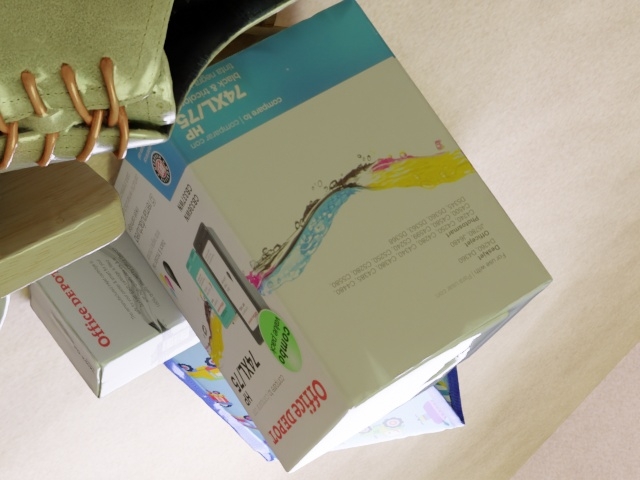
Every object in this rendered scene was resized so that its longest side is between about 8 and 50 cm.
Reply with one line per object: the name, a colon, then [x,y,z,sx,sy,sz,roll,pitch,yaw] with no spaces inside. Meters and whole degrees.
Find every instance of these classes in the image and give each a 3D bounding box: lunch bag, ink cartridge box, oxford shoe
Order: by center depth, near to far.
oxford shoe: [-0.141,-0.087,0.662,0.397,0.146,0.140,-40,159,-23]
ink cartridge box: [0.000,0.000,1.192,0.197,0.270,0.198,-30,168,-25]
ink cartridge box: [-0.153,0.045,1.284,0.150,0.109,0.063,-29,157,-26]
lunch bag: [-0.016,0.101,1.486,0.221,0.138,0.293,-13,154,19]

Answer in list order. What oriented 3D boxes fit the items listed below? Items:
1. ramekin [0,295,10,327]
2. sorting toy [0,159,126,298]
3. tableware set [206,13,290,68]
ramekin: [-0.323,0.034,0.989,0.273,0.127,0.273,-33,154,-18]
sorting toy: [-0.278,-0.045,0.789,0.257,0.255,0.089,-29,137,-27]
tableware set: [-0.070,-0.181,1.116,0.128,0.039,0.194,-37,156,-10]
